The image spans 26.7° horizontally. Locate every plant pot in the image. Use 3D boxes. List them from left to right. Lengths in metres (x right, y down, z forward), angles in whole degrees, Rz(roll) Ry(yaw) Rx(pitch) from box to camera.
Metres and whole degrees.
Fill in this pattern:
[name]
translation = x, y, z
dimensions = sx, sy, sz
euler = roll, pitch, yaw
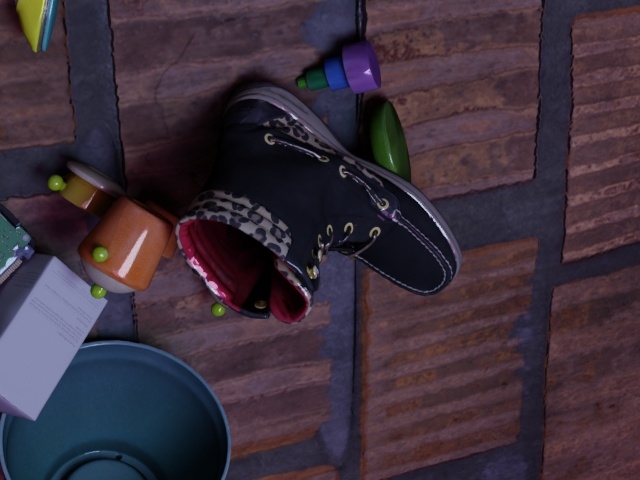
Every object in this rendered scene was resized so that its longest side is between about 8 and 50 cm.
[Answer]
[plant pot]
translation = -0.277, 0.308, 1.779
dimensions = 0.293, 0.293, 0.196
euler = -9, 145, -21

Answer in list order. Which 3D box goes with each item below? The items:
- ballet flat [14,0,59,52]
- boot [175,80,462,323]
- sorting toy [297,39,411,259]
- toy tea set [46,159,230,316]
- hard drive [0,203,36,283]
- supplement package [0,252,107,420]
[ballet flat]
translation = -0.319, -0.332, 1.531
dimensions = 0.077, 0.077, 0.231
euler = 16, 106, -9
[boot]
translation = 0.000, 0.000, 1.667
dimensions = 0.377, 0.284, 0.138
euler = 42, 127, -15
[sorting toy]
translation = 0.058, -0.094, 1.831
dimensions = 0.126, 0.127, 0.365
euler = -12, 122, 15
[toy tea set]
translation = -0.201, 0.032, 1.699
dimensions = 0.336, 0.200, 0.124
euler = 30, 93, -39
[hard drive]
translation = -0.515, -0.024, 1.562
dimensions = 0.237, 0.064, 0.339
euler = -47, 130, -11
[supplement package]
translation = -0.370, 0.116, 1.674
dimensions = 0.105, 0.105, 0.179
euler = 47, 62, -36
